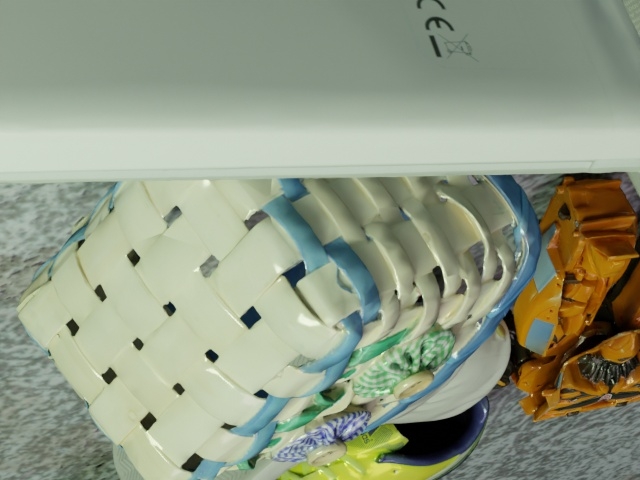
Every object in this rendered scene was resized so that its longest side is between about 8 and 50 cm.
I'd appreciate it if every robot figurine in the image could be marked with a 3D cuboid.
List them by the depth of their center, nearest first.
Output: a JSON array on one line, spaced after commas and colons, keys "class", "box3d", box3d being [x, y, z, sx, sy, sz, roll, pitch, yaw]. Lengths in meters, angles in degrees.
[{"class": "robot figurine", "box3d": [0.212, 0.045, 1.108, 0.211, 0.085, 0.291, -10, 150, -11]}]

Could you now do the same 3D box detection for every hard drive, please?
[{"class": "hard drive", "box3d": [-0.032, -0.113, 0.588, 0.307, 0.203, 0.040, -2, 148, -25]}]

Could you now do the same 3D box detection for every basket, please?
[{"class": "basket", "box3d": [0.000, 0.000, 0.832, 0.255, 0.201, 0.289, -44, 175, 40]}]

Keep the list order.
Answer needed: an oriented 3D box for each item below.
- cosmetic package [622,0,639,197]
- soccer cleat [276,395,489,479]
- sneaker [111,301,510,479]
[{"class": "cosmetic package", "box3d": [0.192, -0.067, 0.751, 0.107, 0.238, 0.127, -28, 148, 18]}, {"class": "soccer cleat", "box3d": [0.005, 0.170, 1.163, 0.289, 0.093, 0.121, -20, 163, -32]}, {"class": "sneaker", "box3d": [-0.001, 0.119, 1.100, 0.292, 0.108, 0.169, -24, 163, 36]}]
